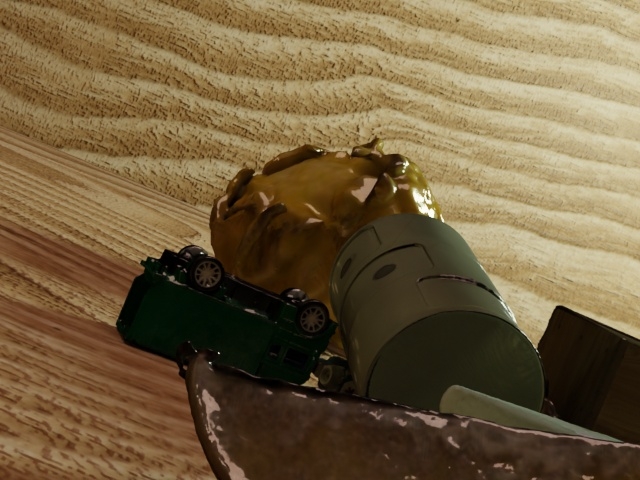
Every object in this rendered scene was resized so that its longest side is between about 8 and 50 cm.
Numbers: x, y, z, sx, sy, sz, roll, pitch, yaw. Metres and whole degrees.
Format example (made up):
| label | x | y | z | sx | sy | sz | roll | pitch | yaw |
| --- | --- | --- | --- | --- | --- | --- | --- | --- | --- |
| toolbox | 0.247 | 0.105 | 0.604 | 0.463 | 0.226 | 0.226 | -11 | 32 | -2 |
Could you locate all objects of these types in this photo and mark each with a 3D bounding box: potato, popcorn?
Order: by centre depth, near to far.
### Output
| label | x | y | z | sx | sy | sz | roll | pitch | yaw |
| --- | --- | --- | --- | --- | --- | --- | --- | --- | --- |
| potato | 0.057 | 0.133 | 0.533 | 0.261 | 0.100 | 0.120 | 9 | -33 | 5 |
| popcorn | 0.000 | 0.000 | 1.277 | 0.250 | 0.250 | 0.190 | 26 | -22 | 53 |

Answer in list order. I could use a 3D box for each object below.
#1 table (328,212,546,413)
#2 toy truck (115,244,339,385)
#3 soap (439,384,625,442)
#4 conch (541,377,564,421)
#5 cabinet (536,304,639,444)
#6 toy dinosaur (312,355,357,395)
| label | x | y | z | sx | sy | sz | roll | pitch | yaw |
| --- | --- | --- | --- | --- | --- | --- | --- | --- | --- |
| table | 0.078 | 0.070 | 0.911 | 0.126 | 0.126 | 0.220 | 22 | 15 | -13 |
| toy truck | -0.065 | 0.057 | 0.900 | 0.147 | 0.079 | 0.065 | 21 | 1 | -19 |
| soap | 0.192 | 0.165 | 0.706 | 0.261 | 0.094 | 0.150 | 21 | 3 | -35 |
| conch | 0.143 | 0.150 | 0.947 | 0.086 | 0.080 | 0.233 | 5 | 26 | 1 |
| cabinet | 0.277 | 0.159 | 1.044 | 0.174 | 0.148 | 0.215 | 23 | 3 | -3 |
| toy dinosaur | 0.018 | 0.113 | 0.982 | 0.047 | 0.031 | 0.083 | 24 | 6 | -33 |
